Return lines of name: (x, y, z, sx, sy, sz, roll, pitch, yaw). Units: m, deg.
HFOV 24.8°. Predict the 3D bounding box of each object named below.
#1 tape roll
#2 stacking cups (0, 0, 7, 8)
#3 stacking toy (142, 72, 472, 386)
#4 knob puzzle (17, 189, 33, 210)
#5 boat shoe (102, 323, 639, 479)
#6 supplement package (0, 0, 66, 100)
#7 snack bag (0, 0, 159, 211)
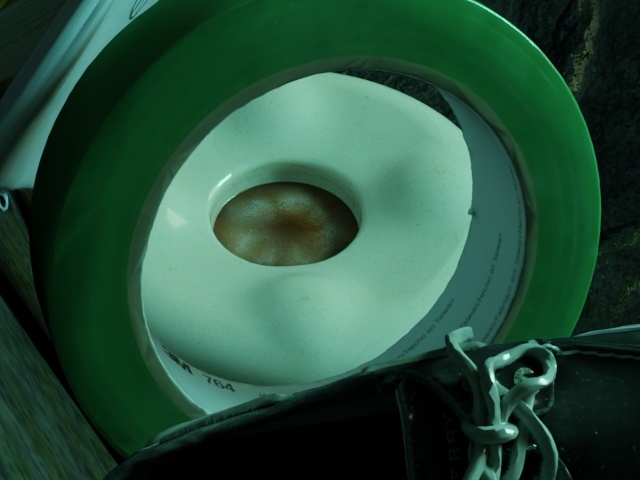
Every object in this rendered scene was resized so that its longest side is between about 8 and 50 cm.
tape roll: (0.000, 0.000, 0.828, 0.321, 0.321, 0.077, 61, -5, -28)
stacking cups: (-0.365, -0.303, 1.153, 0.316, 0.096, 0.096, 52, -6, 15)
stacking toy: (-0.031, 0.128, 1.247, 0.350, 0.351, 0.480, 55, -26, 39)
knob puzzle: (-0.242, -0.041, 1.285, 0.213, 0.030, 0.213, 58, -4, 7)
boat shoe: (0.058, 0.088, 0.587, 0.105, 0.306, 0.113, 59, 26, -69)
supplement package: (-0.286, -0.211, 1.335, 0.134, 0.139, 0.244, 56, -5, 15)
snack bag: (-0.123, -0.162, 0.921, 0.037, 0.323, 0.342, 33, 0, -5)
